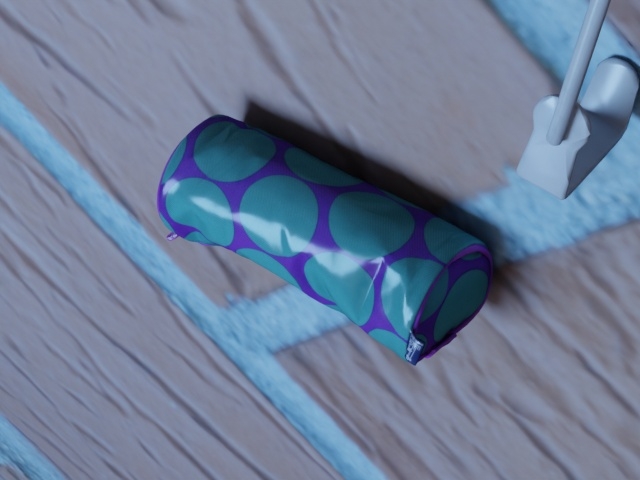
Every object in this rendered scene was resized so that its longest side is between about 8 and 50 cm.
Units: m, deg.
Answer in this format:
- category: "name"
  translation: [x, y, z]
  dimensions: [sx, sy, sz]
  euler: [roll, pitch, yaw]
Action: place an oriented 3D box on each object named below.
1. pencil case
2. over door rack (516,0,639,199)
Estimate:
- category: "pencil case"
  translation: [0.000, 0.000, 0.825]
  dimensions: [0.151, 0.064, 0.070]
  euler: [29, 123, 21]
- category: "over door rack"
  translation: [0.004, -0.157, 0.569]
  dimensions: [0.239, 0.108, 0.324]
  euler: [31, 149, 18]
